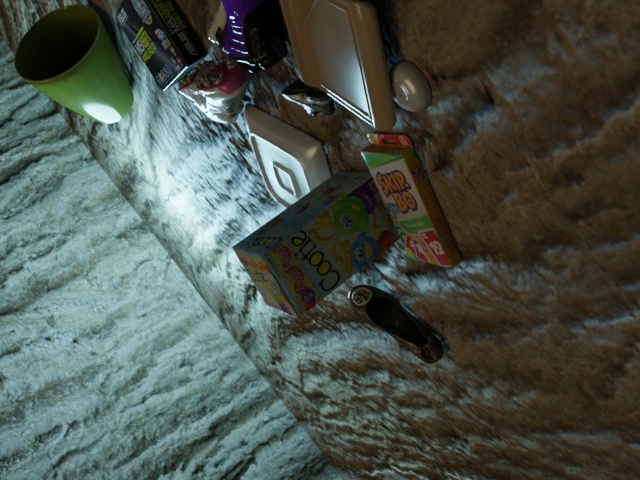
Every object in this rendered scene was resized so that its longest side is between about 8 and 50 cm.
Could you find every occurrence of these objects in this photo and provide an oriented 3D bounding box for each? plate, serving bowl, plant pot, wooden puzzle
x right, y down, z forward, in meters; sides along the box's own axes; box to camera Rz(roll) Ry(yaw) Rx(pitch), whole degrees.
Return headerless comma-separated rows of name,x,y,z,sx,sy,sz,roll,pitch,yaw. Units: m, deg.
plate,-0.065,-0.143,1.673,0.278,0.045,0.277,35,153,42
serving bowl,0.129,-0.228,1.143,0.083,0.027,0.083,43,156,24
plant pot,-0.676,-0.477,2.196,0.275,0.275,0.293,39,171,33
wooden puzzle,0.028,-0.306,1.196,0.239,0.044,0.221,38,155,43

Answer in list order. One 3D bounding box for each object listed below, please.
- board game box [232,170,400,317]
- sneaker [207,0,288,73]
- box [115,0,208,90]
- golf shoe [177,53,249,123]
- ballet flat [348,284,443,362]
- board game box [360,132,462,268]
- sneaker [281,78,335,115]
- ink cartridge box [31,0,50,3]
board game box,0.000,0.000,1.432,0.144,0.275,0.142,12,135,61
sneaker,-0.107,-0.381,1.321,0.146,0.102,0.293,49,164,0
box,-0.380,-0.483,1.779,0.216,0.060,0.270,57,159,-12
golf shoe,-0.203,-0.317,1.625,0.140,0.115,0.306,51,169,-23
ballet flat,0.161,0.175,1.639,0.250,0.084,0.058,39,172,21
board game box,0.156,-0.070,1.334,0.124,0.039,0.259,16,135,57
sneaker,-0.022,-0.256,1.392,0.135,0.052,0.058,29,153,49
ink cartridge box,-0.686,-0.733,1.878,0.171,0.168,0.232,24,144,54
